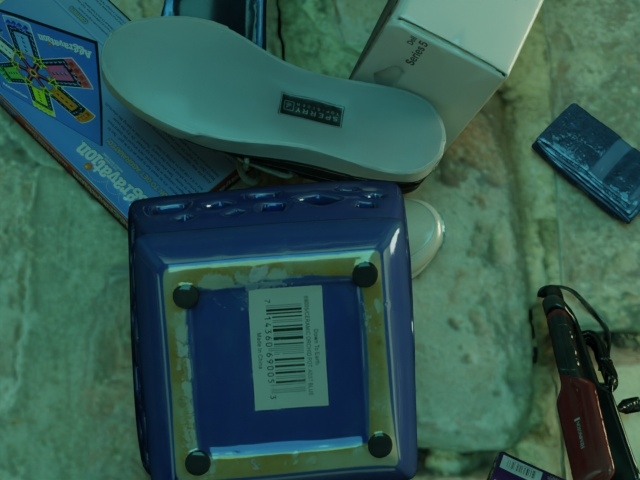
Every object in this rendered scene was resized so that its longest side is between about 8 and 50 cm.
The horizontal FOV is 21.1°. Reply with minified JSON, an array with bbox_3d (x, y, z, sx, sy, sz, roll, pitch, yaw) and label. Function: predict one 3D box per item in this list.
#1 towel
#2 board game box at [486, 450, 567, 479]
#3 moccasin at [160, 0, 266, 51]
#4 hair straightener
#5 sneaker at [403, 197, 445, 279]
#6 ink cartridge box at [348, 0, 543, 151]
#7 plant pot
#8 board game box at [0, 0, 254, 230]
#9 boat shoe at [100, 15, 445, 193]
[{"bbox_3d":[0.258,-0.073,1.588,0.119,0.029,0.067,40,68,15],"label":"towel"},{"bbox_3d":[0.276,0.288,1.334,0.347,0.208,0.056,23,106,7],"label":"board game box"},{"bbox_3d":[-0.071,-0.296,1.630,0.117,0.138,0.342,14,73,-6],"label":"moccasin"},{"bbox_3d":[0.230,0.128,1.472,0.089,0.047,0.230,29,33,-37],"label":"hair straightener"},{"bbox_3d":[0.000,0.000,1.503,0.229,0.092,0.087,-8,64,-8],"label":"sneaker"},{"bbox_3d":[0.137,-0.236,1.558,0.115,0.198,0.272,28,66,-4],"label":"ink cartridge box"},{"bbox_3d":[-0.036,0.080,1.351,0.236,0.212,0.236,-4,96,-3],"label":"plant pot"},{"bbox_3d":[-0.198,-0.129,1.588,0.145,0.027,0.281,-40,73,-21],"label":"board game box"},{"bbox_3d":[-0.046,-0.110,1.516,0.306,0.105,0.113,11,68,-7],"label":"boat shoe"}]
